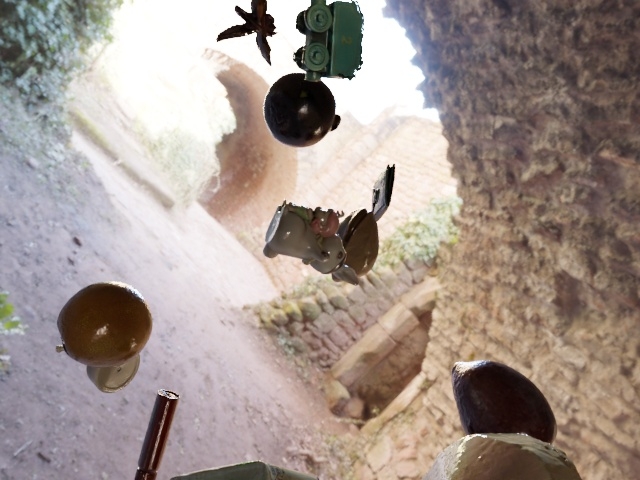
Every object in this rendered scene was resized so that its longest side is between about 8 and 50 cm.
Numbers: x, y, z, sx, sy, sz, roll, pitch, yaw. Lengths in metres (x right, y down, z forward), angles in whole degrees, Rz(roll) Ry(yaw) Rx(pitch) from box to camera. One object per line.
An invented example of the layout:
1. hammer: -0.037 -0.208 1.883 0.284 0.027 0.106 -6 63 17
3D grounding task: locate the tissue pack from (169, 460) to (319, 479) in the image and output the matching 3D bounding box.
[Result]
1. tissue pack: -0.209 0.801 1.569 0.405 0.332 0.205 53 23 -51

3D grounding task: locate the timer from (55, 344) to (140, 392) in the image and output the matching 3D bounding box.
1. timer: -0.787 0.401 1.838 0.266 0.175 0.175 19 -14 31

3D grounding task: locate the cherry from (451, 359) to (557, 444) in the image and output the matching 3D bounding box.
1. cherry: 0.417 0.398 1.205 0.300 0.203 0.230 53 9 26

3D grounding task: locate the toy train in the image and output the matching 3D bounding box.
1. toy train: 0.022 -0.498 1.306 0.163 0.203 0.112 -1 16 -19

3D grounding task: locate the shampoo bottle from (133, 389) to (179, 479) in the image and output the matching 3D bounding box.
1. shampoo bottle: -0.548 0.662 1.743 0.076 0.314 0.118 18 -8 -22

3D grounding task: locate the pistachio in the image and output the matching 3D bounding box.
1. pistachio: 0.097 0.016 1.617 0.163 0.212 0.260 21 -31 16

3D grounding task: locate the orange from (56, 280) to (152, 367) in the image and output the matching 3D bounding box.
1. orange: -0.662 0.260 1.619 0.274 0.274 0.274 46 1 -1

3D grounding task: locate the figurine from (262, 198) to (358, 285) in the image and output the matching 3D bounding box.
1. figurine: 0.002 0.001 0.737 0.146 0.098 0.081 21 20 -16

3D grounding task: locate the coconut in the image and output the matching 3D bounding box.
1. coconut: 0.220 0.364 0.634 0.259 0.259 0.259 46 1 -1

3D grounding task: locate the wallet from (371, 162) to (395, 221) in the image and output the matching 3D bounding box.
1. wallet: 0.222 -0.166 1.881 0.055 0.160 0.236 6 -12 -2

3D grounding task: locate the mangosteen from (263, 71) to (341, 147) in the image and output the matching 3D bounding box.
1. mangosteen: -0.047 -0.398 1.602 0.228 0.228 0.265 46 36 18

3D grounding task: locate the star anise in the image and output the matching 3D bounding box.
1. star anise: -0.155 -0.493 1.187 0.140 0.158 0.144 24 16 -38
